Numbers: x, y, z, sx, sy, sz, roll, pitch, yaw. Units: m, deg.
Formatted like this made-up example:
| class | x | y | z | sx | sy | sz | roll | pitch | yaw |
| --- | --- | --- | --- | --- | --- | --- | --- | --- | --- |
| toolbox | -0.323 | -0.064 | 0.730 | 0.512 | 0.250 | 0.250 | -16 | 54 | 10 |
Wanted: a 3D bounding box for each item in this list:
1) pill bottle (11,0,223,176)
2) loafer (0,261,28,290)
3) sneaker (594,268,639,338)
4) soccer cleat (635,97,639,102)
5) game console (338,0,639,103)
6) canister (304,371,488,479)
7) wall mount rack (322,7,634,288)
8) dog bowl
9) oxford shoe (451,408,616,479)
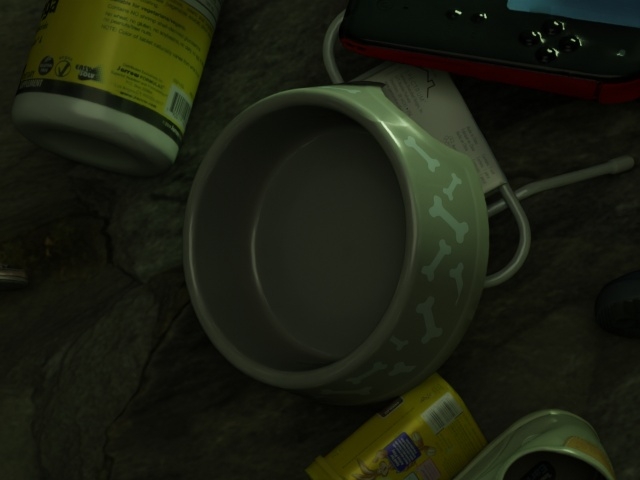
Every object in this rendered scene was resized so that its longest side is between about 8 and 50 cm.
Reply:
| class | x | y | z | sx | sy | sz | roll | pitch | yaw |
| --- | --- | --- | --- | --- | --- | --- | --- | --- | --- |
| pill bottle | -0.209 | -0.255 | 1.763 | 0.188 | 0.188 | 0.334 | 14 | 77 | 8 |
| loafer | -0.390 | 0.034 | 1.781 | 0.125 | 0.045 | 0.039 | -3 | 69 | 7 |
| sneaker | 0.439 | 0.016 | 1.698 | 0.319 | 0.112 | 0.131 | -12 | 59 | -1 |
| soccer cleat | 0.476 | -0.252 | 1.750 | 0.116 | 0.108 | 0.318 | 43 | 80 | 10 |
| game console | 0.226 | -0.321 | 1.738 | 0.342 | 0.060 | 0.386 | 13 | 53 | 7 |
| canister | 0.083 | 0.229 | 1.653 | 0.170 | 0.126 | 0.073 | -39 | 42 | -8 |
| wall mount rack | 0.161 | -0.118 | 1.736 | 0.304 | 0.130 | 0.350 | -27 | 76 | 1 |
| dog bowl | 0.000 | 0.000 | 1.638 | 0.349 | 0.102 | 0.348 | -4 | 84 | 36 |
| oxford shoe | 0.133 | 0.353 | 1.596 | 0.449 | 0.130 | 0.169 | -46 | 106 | -7 |
